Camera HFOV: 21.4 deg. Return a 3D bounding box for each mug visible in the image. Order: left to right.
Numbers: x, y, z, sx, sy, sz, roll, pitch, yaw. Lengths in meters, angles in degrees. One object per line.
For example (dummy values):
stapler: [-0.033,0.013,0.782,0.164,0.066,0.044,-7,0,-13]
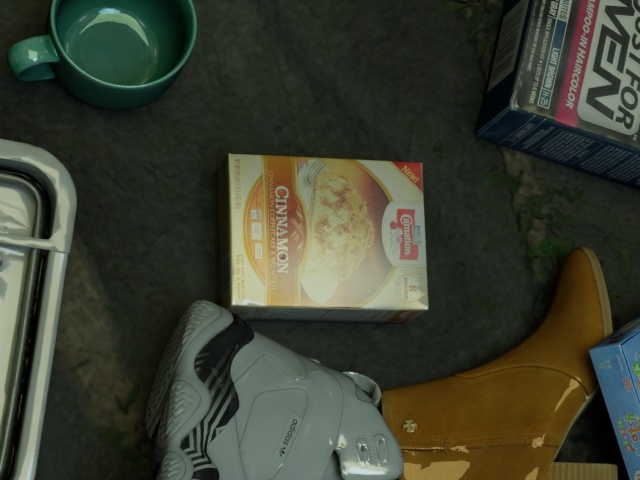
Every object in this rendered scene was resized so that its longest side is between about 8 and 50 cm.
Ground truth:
mug: [-0.197,-0.186,1.530,0.158,0.097,0.129,13,75,-11]

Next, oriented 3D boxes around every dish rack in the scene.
dish rack: [-0.369,0.067,1.437,0.286,0.072,0.332,10,75,-14]

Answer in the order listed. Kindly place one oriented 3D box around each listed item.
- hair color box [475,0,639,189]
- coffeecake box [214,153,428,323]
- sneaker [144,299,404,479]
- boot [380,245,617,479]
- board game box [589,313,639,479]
hair color box: [0.343,-0.141,1.663,0.347,0.105,0.174,17,74,-12]
coffeecake box: [0.000,0.000,1.555,0.185,0.068,0.142,2,76,-15]
sneaker: [-0.048,0.225,1.410,0.210,0.137,0.366,18,48,-13]
boot: [0.160,0.134,1.556,0.211,0.104,0.295,1,61,2]
board game box: [0.332,0.138,1.559,0.211,0.039,0.160,-25,99,-51]
